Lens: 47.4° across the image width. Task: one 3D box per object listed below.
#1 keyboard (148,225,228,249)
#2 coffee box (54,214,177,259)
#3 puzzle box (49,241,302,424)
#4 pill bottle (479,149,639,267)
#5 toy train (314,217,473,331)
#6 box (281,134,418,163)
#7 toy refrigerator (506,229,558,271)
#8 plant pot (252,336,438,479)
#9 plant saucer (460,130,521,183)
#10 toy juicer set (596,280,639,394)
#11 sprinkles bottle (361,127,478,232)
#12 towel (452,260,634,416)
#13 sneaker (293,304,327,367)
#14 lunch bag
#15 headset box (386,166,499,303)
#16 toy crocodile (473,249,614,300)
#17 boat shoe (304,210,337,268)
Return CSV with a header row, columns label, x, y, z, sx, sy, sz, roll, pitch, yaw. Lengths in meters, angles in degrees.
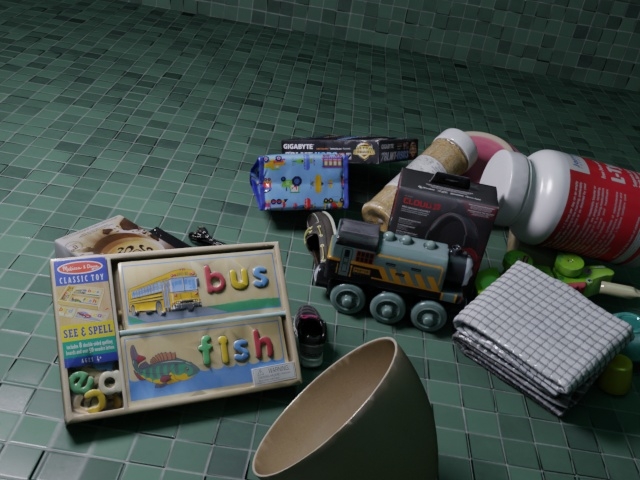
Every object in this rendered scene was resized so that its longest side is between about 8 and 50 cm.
label,x,y,z,sx,sy,sz,roll,pitch,yaw
keyboard,-0.268,0.051,1.603,0.317,0.033,0.201,29,42,26
coffee box,-0.362,0.080,1.439,0.297,0.119,0.168,28,35,26
puzzle box,-0.245,0.148,1.267,0.408,0.052,0.272,-5,76,-24
pill bottle,0.591,-0.083,1.719,0.407,0.229,0.229,13,30,-12
toy train,0.156,0.070,1.542,0.333,0.190,0.142,12,31,3
box,0.087,-0.255,2.034,0.293,0.073,0.295,4,11,28
toy refrigerator,0.539,0.006,1.863,0.102,0.094,0.269,22,32,5
plant pot,0.066,0.310,1.090,0.191,0.284,0.284,48,34,-6
plant saucer,0.416,-0.194,2.035,0.332,0.084,0.332,-6,48,7
toy juicer set,0.631,0.193,1.587,0.209,0.090,0.329,26,44,35
sprinkles bottle,0.260,-0.148,1.882,0.121,0.121,0.355,31,59,30
towel,0.439,0.191,1.452,0.235,0.121,0.283,-33,49,-28
sneaker,-0.018,0.171,1.436,0.063,0.075,0.170,6,31,-7
lunch bag,-0.064,-0.160,1.889,0.220,0.138,0.293,-2,9,-10
headset box,0.258,-0.020,1.622,0.218,0.293,0.110,13,31,2
toy crocodile,0.512,0.100,1.678,0.340,0.115,0.105,2,39,-10
boat shoe,0.000,0.000,1.716,0.068,0.081,0.228,2,34,-21
